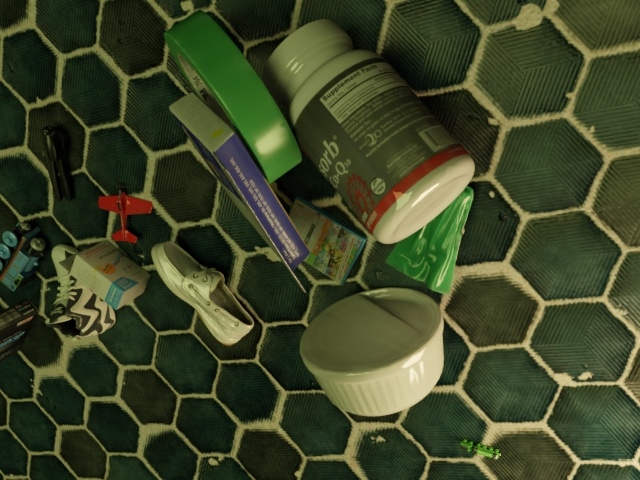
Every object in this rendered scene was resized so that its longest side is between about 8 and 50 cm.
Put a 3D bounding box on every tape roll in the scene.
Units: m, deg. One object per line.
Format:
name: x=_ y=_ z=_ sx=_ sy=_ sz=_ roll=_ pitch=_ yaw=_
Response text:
tape roll: x=-0.156 y=-0.251 z=1.448 sx=0.077 sy=0.321 sz=0.321 roll=-35 pitch=92 yaw=-7

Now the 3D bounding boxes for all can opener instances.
can opener: x=-0.604 y=-0.173 z=1.854 sx=0.059 sy=0.073 sz=0.186 roll=11 pitch=124 yaw=15

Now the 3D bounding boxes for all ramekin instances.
ramekin: x=0.108 y=0.213 z=1.527 sx=0.272 sy=0.273 sz=0.127 roll=-4 pitch=120 yaw=28

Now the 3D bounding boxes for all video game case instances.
video game case: x=0.000 y=0.000 z=1.635 sx=0.166 sy=0.015 sz=0.119 roll=33 pitch=121 yaw=13

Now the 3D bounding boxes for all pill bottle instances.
pill bottle: x=0.074 y=-0.190 z=1.388 sx=0.363 sy=0.210 sz=0.210 roll=51 pitch=124 yaw=15

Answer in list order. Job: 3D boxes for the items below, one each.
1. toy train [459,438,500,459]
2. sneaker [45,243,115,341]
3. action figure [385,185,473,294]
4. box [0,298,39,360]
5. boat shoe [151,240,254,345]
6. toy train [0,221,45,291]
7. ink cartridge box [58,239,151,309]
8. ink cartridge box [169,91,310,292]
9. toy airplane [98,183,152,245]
toy train: x=0.320 y=0.421 z=1.634 sx=0.083 sy=0.023 sz=0.017 roll=13 pitch=115 yaw=23
sneaker: x=-0.598 y=0.133 z=1.915 sx=0.094 sy=0.153 sz=0.235 roll=-15 pitch=102 yaw=30
action figure: x=0.219 y=-0.033 z=1.481 sx=0.137 sy=0.063 sz=0.232 roll=26 pitch=113 yaw=18
box: x=-0.832 y=0.256 z=2.046 sx=0.051 sy=0.220 sz=0.175 roll=42 pitch=122 yaw=9
boat shoe: x=-0.246 y=0.097 z=1.758 sx=0.096 sy=0.098 sz=0.277 roll=-36 pitch=100 yaw=33
toy train: x=-0.740 y=0.036 z=1.999 sx=0.105 sy=0.080 sz=0.184 roll=40 pitch=121 yaw=-3
ink cartridge box: x=-0.496 y=0.066 z=1.864 sx=0.181 sy=0.104 sz=0.062 roll=36 pitch=121 yaw=10
ink cartridge box: x=-0.129 y=-0.093 z=1.458 sx=0.307 sy=0.072 sz=0.304 roll=43 pitch=167 yaw=51
toy airplane: x=-0.446 y=-0.056 z=1.835 sx=0.151 sy=0.028 sz=0.151 roll=9 pitch=114 yaw=22
